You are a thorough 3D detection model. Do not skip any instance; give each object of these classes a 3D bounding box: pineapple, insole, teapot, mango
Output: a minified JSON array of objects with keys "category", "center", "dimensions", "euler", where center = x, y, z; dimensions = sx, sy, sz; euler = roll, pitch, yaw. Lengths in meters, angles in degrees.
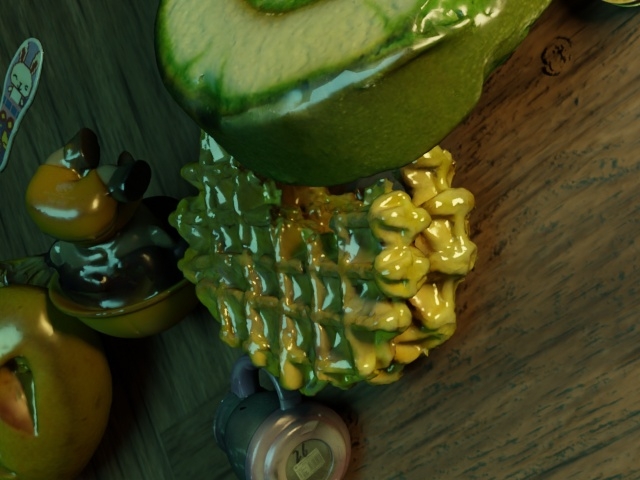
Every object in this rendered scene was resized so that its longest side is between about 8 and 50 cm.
[{"category":"pineapple","center":[-0.346,0.054,1.895],"dimensions":[0.069,0.137,0.116],"euler":[2,55,43]},{"category":"insole","center":[-0.389,-0.170,1.979],"dimensions":[0.065,0.004,0.197],"euler":[47,124,33]},{"category":"teapot","center":[-0.056,0.191,1.579],"dimensions":[0.146,0.116,0.148],"euler":[24,155,55]},{"category":"mango","center":[-0.364,0.171,1.818],"dimensions":[0.253,0.182,0.365],"euler":[33,132,-4]}]

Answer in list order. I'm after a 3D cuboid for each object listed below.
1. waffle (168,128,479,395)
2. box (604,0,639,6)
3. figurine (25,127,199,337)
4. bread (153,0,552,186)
[{"category":"waffle","center":[0.000,0.000,1.492],"dimensions":[0.324,0.151,0.261],"euler":[32,119,44]},{"category":"box","center":[0.257,-0.244,1.287],"dimensions":[0.105,0.037,0.105],"euler":[4,95,46]},{"category":"figurine","center":[-0.218,0.004,1.646],"dimensions":[0.192,0.257,0.167],"euler":[6,67,27]},{"category":"bread","center":[0.029,-0.227,1.382],"dimensions":[0.366,0.129,0.382],"euler":[-30,44,20]}]
